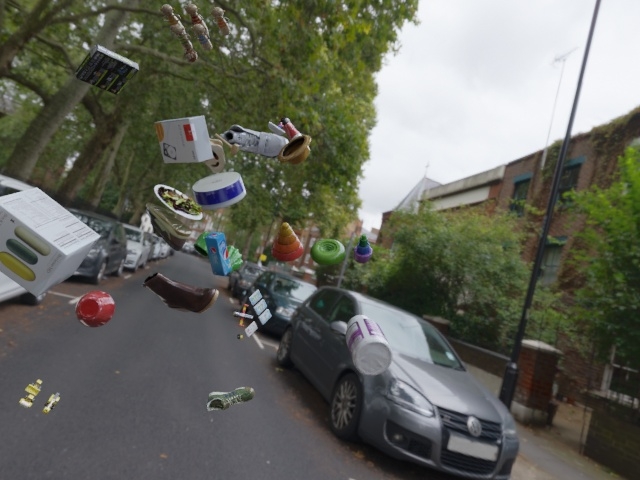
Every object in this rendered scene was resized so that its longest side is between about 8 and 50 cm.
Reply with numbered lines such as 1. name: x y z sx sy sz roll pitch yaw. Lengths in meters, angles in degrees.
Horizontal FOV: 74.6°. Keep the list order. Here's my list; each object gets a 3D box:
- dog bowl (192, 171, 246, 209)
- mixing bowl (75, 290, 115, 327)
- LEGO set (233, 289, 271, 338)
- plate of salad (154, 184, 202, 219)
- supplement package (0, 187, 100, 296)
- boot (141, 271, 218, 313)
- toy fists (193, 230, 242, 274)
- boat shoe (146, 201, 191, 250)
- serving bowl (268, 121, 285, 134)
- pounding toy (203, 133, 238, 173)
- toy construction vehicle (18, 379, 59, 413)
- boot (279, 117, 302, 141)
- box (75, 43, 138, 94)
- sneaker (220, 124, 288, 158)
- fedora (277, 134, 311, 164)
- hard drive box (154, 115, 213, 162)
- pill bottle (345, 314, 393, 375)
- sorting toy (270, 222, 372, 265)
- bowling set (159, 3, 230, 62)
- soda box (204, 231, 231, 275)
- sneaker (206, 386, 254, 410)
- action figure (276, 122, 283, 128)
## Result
1. dog bowl: -0.535 -0.266 2.219 0.264 0.104 0.265 -9 29 5
2. mixing bowl: -1.108 0.330 2.042 0.181 0.182 0.098 18 -15 -8
3. LEGO set: -0.358 0.402 2.205 0.060 0.244 0.183 0 -60 40
4. plate of salad: -0.520 -0.149 1.561 0.199 0.048 0.200 38 14 -11
5. supplement package: -0.927 0.001 1.372 0.262 0.199 0.198 40 15 -10
6. boot: -0.518 0.187 1.545 0.248 0.090 0.207 -21 -50 35
7. toy fists: -0.555 0.063 2.311 0.279 0.142 0.096 39 -37 -1
8. boat shoe: -0.454 -0.042 1.215 0.223 0.074 0.080 33 9 37
9. serving bowl: -0.193 -0.478 1.813 0.083 0.027 0.083 32 14 -9
10. pounding toy: -0.566 -0.453 2.157 0.269 0.154 0.155 9 34 -19
11. toy construction vehicle: -0.725 0.405 1.093 0.085 0.035 0.098 38 -1 -14
12. boot: -0.170 -0.638 2.484 0.176 0.088 0.244 52 1 4
13. box: -0.920 -0.733 1.816 0.190 0.045 0.184 -30 -22 31
14. sneaker: -0.366 -0.538 2.294 0.365 0.138 0.210 13 8 24
15. fedora: -0.115 -0.430 2.052 0.194 0.194 0.079 10 -31 46
16. hard drive box: -0.587 -0.431 1.805 0.231 0.181 0.089 5 23 33
17. pill bottle: 0.200 0.443 1.839 0.169 0.170 0.301 18 11 -9
18. sorting toy: 0.000 0.000 1.469 0.364 0.127 0.126 5 -49 8
19. bowling set: -0.533 -0.874 1.766 0.286 0.200 0.154 -1 -21 9
20. soda box: -0.496 0.067 2.046 0.071 0.210 0.067 6 30 22
21. sneaker: -0.359 0.635 1.655 0.191 0.065 0.086 -8 12 4
22. action figure: -0.218 -0.599 2.222 0.038 0.030 0.115 -5 32 11
